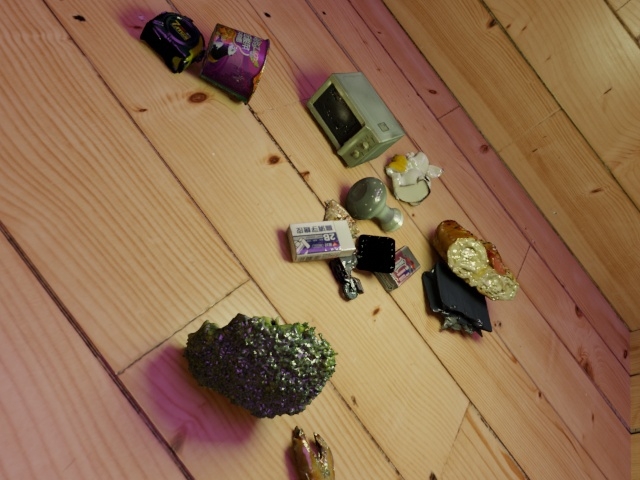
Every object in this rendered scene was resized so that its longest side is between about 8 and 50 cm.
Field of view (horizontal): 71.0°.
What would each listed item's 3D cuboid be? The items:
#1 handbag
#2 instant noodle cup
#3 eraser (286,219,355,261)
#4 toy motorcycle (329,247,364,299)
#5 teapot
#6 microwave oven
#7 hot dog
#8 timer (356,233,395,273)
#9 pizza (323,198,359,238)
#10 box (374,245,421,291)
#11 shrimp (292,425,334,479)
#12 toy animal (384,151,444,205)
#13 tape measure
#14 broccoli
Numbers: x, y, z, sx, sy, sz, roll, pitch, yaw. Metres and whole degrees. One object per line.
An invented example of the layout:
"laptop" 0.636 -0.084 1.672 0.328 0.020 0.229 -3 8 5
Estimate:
"handbag" 0.575 0.268 1.891 0.325 0.118 0.269 30 39 -22
"instant noodle cup" -0.317 -0.644 1.616 0.190 0.251 0.251 17 52 -24
"eraser" 0.000 0.000 1.520 0.210 0.068 0.124 -6 61 -19
"toy motorcycle" 0.098 0.102 1.591 0.122 0.082 0.213 -13 81 -36
"teapot" 0.226 -0.134 1.818 0.251 0.183 0.183 35 42 -38
"microwave oven" 0.149 -0.527 1.971 0.355 0.218 0.286 56 39 3
"hot dog" 0.667 0.061 1.990 0.367 0.196 0.365 36 13 -14
"timer" 0.211 0.051 1.698 0.144 0.055 0.187 6 38 5
"pizza" 0.062 -0.065 1.695 0.185 0.052 0.195 48 41 -1
"box" 0.309 0.109 1.788 0.120 0.069 0.224 55 40 4
"shrimp" -0.019 0.576 1.181 0.132 0.051 0.187 -6 71 -65
"toy animal" 0.449 -0.312 2.138 0.247 0.183 0.310 42 36 -19
"tape measure" -0.501 -0.692 1.566 0.199 0.112 0.186 46 48 -16
"broccoli" -0.151 0.311 1.121 0.375 0.302 0.249 4 79 -10
